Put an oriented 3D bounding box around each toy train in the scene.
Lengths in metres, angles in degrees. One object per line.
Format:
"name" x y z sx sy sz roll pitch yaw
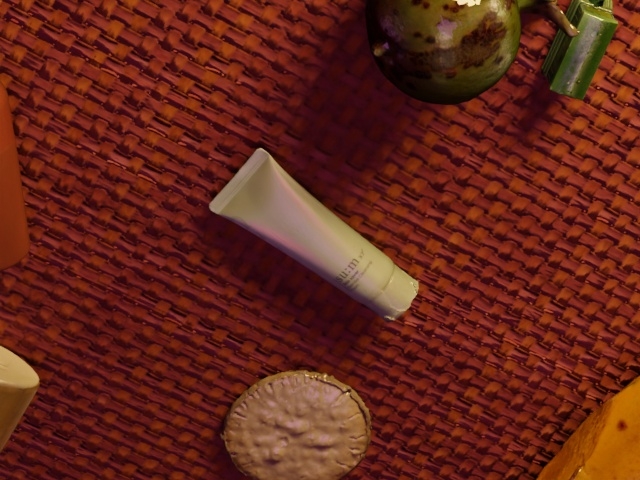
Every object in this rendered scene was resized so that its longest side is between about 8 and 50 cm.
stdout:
"toy train" 0.225 -0.167 1.495 0.038 0.056 0.093 17 117 -10

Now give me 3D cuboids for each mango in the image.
"mango" 0.318 0.248 1.695 0.191 0.160 0.290 27 107 -9

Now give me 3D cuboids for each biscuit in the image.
"biscuit" -0.022 0.191 1.720 0.152 0.020 0.152 -1 120 -1

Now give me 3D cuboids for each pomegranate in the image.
"pomegranate" 0.120 -0.190 1.435 0.169 0.148 0.148 -23 119 4

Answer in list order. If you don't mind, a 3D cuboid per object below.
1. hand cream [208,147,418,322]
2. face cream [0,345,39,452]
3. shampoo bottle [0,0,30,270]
"hand cream" 0.000 0.000 1.593 0.205 0.050 0.078 36 113 -16
"face cream" -0.395 0.211 1.691 0.139 0.067 0.285 27 116 -14
"shampoo bottle" -0.305 -0.091 1.509 0.085 0.085 0.244 -1 119 -2
